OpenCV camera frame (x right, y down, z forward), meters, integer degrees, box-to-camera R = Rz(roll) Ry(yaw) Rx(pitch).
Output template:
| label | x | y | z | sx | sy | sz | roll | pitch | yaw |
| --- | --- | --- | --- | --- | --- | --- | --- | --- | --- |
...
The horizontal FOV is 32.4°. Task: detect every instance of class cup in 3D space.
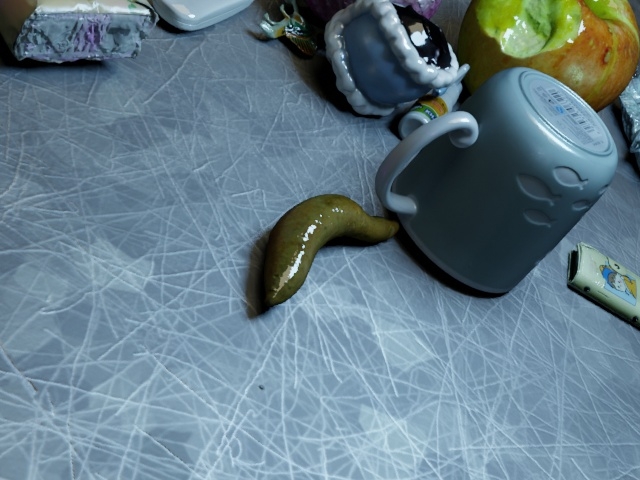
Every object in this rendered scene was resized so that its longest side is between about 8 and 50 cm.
| label | x | y | z | sx | sy | sz | roll | pitch | yaw |
| --- | --- | --- | --- | --- | --- | --- | --- | --- | --- |
| cup | 0.252 | -0.111 | 1.666 | 0.357 | 0.274 | 0.259 | 11 | 42 | -39 |

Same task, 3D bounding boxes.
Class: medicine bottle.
| label | x | y | z | sx | sy | sz | roll | pitch | yaw |
| --- | --- | --- | --- | --- | --- | --- | --- | --- | --- |
| medicine bottle | 0.208 | -0.247 | 1.949 | 0.061 | 0.092 | 0.220 | 35 | 37 | 5 |

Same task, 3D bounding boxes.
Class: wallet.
| label | x | y | z | sx | sy | sz | roll | pitch | yaw |
| --- | --- | --- | --- | --- | --- | --- | --- | --- | --- |
| wallet | 0.497 | 0.073 | 1.884 | 0.155 | 0.039 | 0.110 | 31 | 39 | -10 |

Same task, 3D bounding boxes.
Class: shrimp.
| label | x | y | z | sx | sy | sz | roll | pitch | yaw |
| --- | --- | --- | --- | --- | --- | --- | --- | --- | --- |
| shrimp | 0.705 | -0.201 | 2.256 | 0.222 | 0.166 | 0.410 | 14 | 31 | -24 |

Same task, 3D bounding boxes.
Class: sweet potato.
| label | x | y | z | sx | sy | sz | roll | pitch | yaw |
| --- | --- | --- | --- | --- | --- | --- | --- | --- | --- |
| sweet potato | -0.001 | -0.007 | 1.552 | 0.346 | 0.079 | 0.108 | -28 | 98 | -51 |

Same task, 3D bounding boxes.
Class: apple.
| label | x | y | z | sx | sy | sz | roll | pitch | yaw |
| --- | --- | --- | --- | --- | --- | --- | --- | --- | --- |
| apple | 0.419 | -0.367 | 2.073 | 0.340 | 0.339 | 0.339 | 22 | 40 | -19 |

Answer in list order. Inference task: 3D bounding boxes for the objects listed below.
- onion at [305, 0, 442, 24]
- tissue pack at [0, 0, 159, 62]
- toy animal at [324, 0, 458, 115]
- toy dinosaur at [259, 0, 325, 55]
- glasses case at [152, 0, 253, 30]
| label | x | y | z | sx | sy | sz | roll | pitch | yaw |
| --- | --- | --- | --- | --- | --- | --- | --- | --- | --- |
| onion | 0.104 | -0.422 | 1.962 | 0.348 | 0.267 | 0.159 | 46 | 45 | -62 |
| tissue pack | -0.385 | -0.363 | 1.582 | 0.215 | 0.123 | 0.256 | -8 | 48 | -41 |
| toy animal | 0.114 | -0.299 | 1.855 | 0.208 | 0.204 | 0.155 | 27 | 50 | -43 |
| toy dinosaur | -0.032 | -0.362 | 1.929 | 0.187 | 0.044 | 0.106 | 29 | 39 | -40 |
| glasses case | -0.189 | -0.405 | 1.829 | 0.092 | 0.059 | 0.233 | 42 | 36 | 9 |
